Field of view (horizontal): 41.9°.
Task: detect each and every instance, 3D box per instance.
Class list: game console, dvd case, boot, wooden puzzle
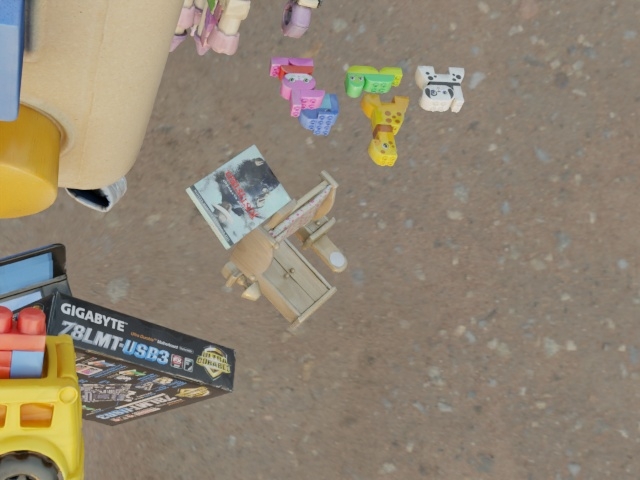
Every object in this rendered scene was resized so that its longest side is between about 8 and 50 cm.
[{"bbox_3d":[-0.653,0.155,1.735,0.293,0.173,0.250,-18,101,-23],"label":"game console"},{"bbox_3d":[-0.097,-0.055,1.018,0.119,0.013,0.087,-39,100,-38],"label":"dvd case"},{"bbox_3d":[-0.506,-0.165,1.688,0.258,0.123,0.095,40,106,-15],"label":"boot"},{"bbox_3d":[-0.256,-0.092,0.464,0.347,0.322,0.081,0,69,-20],"label":"wooden puzzle"}]

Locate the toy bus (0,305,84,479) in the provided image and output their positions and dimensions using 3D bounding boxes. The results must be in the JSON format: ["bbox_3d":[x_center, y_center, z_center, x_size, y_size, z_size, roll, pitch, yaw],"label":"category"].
[{"bbox_3d":[-0.346,0.156,0.836,0.220,0.149,0.211,2,114,-20],"label":"toy bus"}]

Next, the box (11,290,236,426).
[{"bbox_3d":[-0.321,0.176,1.156,0.293,0.295,0.073,25,55,-41],"label":"box"}]

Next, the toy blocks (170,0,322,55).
[{"bbox_3d":[-0.209,-0.495,1.800,0.309,0.260,0.289,5,41,-25],"label":"toy blocks"}]

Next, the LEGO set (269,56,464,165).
[{"bbox_3d":[0.054,-0.141,0.959,0.227,0.087,0.093,0,60,-12],"label":"LEGO set"}]

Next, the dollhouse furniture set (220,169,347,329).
[{"bbox_3d":[0.000,0.000,1.552,0.174,0.355,0.303,47,55,4],"label":"dollhouse furniture set"}]
